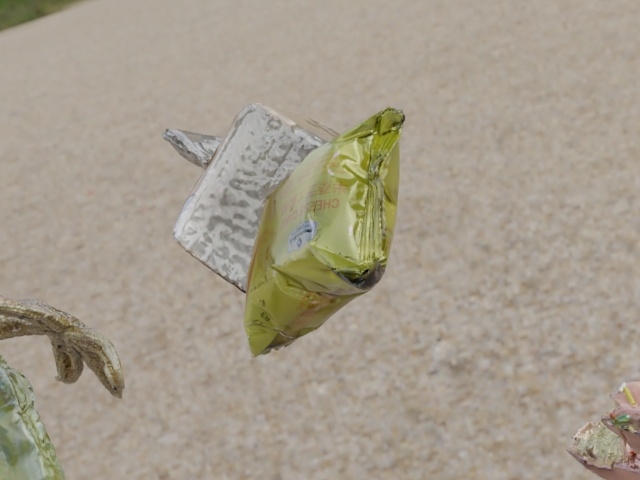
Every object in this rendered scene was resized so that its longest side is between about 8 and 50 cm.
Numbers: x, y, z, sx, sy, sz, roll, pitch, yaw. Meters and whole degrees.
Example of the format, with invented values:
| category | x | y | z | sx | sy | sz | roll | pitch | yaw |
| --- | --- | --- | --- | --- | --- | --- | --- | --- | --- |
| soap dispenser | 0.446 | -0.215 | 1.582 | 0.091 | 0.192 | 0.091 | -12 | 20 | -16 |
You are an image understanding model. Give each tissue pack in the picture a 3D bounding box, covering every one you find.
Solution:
| category | x | y | z | sx | sy | sz | roll | pitch | yaw |
| --- | --- | --- | --- | --- | --- | --- | --- | --- | --- |
| tissue pack | -0.082 | -0.075 | 1.825 | 0.238 | 0.238 | 0.305 | -15 | -2 | 14 |

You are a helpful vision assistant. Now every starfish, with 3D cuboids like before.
| category | x | y | z | sx | sy | sz | roll | pitch | yaw |
| --- | --- | --- | --- | --- | --- | --- | --- | --- | --- |
| starfish | -0.410 | 0.164 | 2.176 | 0.327 | 0.375 | 0.094 | 4 | 61 | 47 |

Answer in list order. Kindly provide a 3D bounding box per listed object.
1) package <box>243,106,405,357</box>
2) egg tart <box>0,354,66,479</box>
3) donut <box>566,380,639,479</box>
| category | x | y | z | sx | sy | sz | roll | pitch | yaw |
| --- | --- | --- | --- | --- | --- | --- | --- | --- | --- |
| package | 0.000 | 0.000 | 1.116 | 0.226 | 0.090 | 0.168 | 136 | 150 | -56 |
| egg tart | -0.206 | 0.167 | 0.869 | 0.078 | 0.197 | 0.197 | -19 | 13 | -28 |
| donut | 0.409 | 0.242 | 1.613 | 0.233 | 0.199 | 0.085 | 107 | -171 | -66 |
